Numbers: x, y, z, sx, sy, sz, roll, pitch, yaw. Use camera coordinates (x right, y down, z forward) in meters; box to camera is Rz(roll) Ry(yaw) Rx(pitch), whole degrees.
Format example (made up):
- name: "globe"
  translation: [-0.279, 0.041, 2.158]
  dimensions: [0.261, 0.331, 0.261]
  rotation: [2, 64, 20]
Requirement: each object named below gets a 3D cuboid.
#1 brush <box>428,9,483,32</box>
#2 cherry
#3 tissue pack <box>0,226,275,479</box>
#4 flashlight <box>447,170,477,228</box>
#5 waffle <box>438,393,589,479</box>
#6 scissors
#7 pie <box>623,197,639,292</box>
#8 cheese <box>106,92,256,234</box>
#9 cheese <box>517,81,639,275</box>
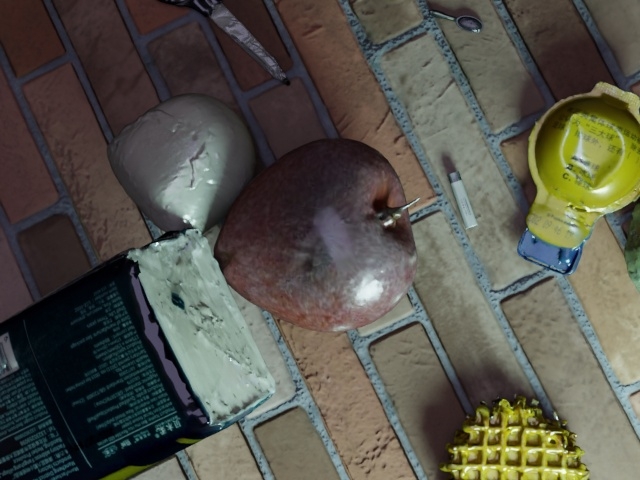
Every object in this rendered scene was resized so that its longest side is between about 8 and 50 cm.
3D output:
- name: "brush"
  translation: [0.196, -0.320, 1.758]
  dimensions: [0.083, 0.008, 0.024]
  rotation: [19, 90, 8]
- name: "cherry"
  translation: [0.000, 0.000, 1.650]
  dimensions: [0.307, 0.221, 0.261]
  rotation: [-17, 78, 16]
- name: "tissue pack"
  translation: [-0.304, 0.190, 1.599]
  dimensions: [0.416, 0.253, 0.264]
  rotation: [-29, 87, 22]
- name: "flashlight"
  translation: [0.202, -0.058, 1.728]
  dimensions: [0.018, 0.018, 0.083]
  rotation: [-19, 83, 4]
- name: "waffle"
  translation: [0.266, 0.316, 1.663]
  dimensions: [0.193, 0.070, 0.197]
  rotation: [36, 87, 9]
- name: "scissors"
  translation: [-0.150, -0.335, 1.794]
  dimensions: [0.109, 0.022, 0.300]
  rotation: [-44, 82, 5]
- name: "pie"
  translation: [0.566, 0.014, 1.653]
  dimensions: [0.306, 0.071, 0.307]
  rotation: [-1, 82, 4]
- name: "cheese"
  translation: [-0.183, -0.110, 1.708]
  dimensions: [0.189, 0.154, 0.198]
  rotation: [-43, 64, 1]
- name: "cheese"
  translation: [0.361, -0.088, 1.688]
  dimensions: [0.176, 0.069, 0.270]
  rotation: [23, 92, 10]
